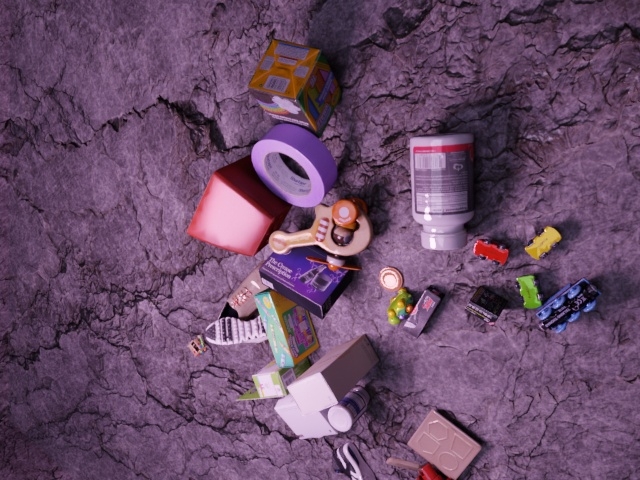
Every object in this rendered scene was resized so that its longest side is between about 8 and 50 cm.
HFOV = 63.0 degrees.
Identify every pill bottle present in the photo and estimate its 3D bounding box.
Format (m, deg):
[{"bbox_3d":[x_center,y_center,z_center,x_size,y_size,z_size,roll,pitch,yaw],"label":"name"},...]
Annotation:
[{"bbox_3d":[0.346,-0.141,1.477,0.176,0.176,0.318,3,105,30],"label":"pill bottle"},{"bbox_3d":[0.105,0.583,1.824,0.094,0.169,0.094,8,107,29],"label":"pill bottle"}]

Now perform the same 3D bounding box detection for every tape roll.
[{"bbox_3d":[-0.085,-0.237,1.680,0.275,0.090,0.275,26,149,18],"label":"tape roll"}]

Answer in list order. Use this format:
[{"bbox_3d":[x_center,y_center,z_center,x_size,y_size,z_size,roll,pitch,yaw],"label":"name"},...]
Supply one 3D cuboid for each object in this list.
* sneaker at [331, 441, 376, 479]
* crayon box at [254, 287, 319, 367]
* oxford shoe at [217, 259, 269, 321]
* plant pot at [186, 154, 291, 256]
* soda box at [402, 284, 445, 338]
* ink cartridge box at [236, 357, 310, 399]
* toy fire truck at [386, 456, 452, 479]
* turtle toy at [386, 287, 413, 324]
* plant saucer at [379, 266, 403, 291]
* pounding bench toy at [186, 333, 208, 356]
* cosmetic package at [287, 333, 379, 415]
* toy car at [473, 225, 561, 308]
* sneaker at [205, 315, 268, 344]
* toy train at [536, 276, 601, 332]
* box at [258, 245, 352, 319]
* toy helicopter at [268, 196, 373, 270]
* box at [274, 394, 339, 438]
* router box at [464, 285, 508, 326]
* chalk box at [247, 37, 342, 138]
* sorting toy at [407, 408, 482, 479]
[{"bbox_3d":[0.121,0.872,1.957,0.121,0.079,0.217,-38,74,36],"label":"sneaker"},{"bbox_3d":[-0.118,0.294,1.878,0.081,0.165,0.278,-15,95,36],"label":"crayon box"},{"bbox_3d":[-0.272,0.215,1.971,0.123,0.130,0.348,43,121,14],"label":"oxford shoe"},{"bbox_3d":[-0.258,-0.101,1.813,0.236,0.267,0.267,34,119,6],"label":"plant pot"},{"bbox_3d":[0.328,0.229,1.663,0.060,0.053,0.169,34,117,19],"label":"soda box"},{"bbox_3d":[-0.189,0.512,1.968,0.255,0.189,0.097,-17,95,33],"label":"ink cartridge box"},{"bbox_3d":[0.326,0.842,1.784,0.246,0.158,0.217,54,129,22],"label":"toy fire truck"},{"bbox_3d":[0.257,0.221,1.689,0.066,0.095,0.130,33,121,-5],"label":"turtle toy"},{"bbox_3d":[0.230,0.128,1.717,0.083,0.013,0.083,8,107,29],"label":"plant saucer"},{"bbox_3d":[-0.516,0.446,2.227,0.065,0.052,0.083,49,122,10],"label":"pounding bench toy"},{"bbox_3d":[0.050,0.441,1.734,0.160,0.309,0.113,-32,85,33],"label":"cosmetic package"},{"bbox_3d":[0.575,0.080,1.476,0.239,0.053,0.225,-13,97,33],"label":"toy car"},{"bbox_3d":[-0.283,0.348,1.967,0.292,0.118,0.110,-6,60,2],"label":"sneaker"},{"bbox_3d":[0.668,0.172,1.414,0.080,0.105,0.184,42,121,4],"label":"toy train"},{"bbox_3d":[-0.050,0.116,1.770,0.261,0.184,0.103,28,149,21],"label":"box"},{"bbox_3d":[0.000,0.000,1.700,0.355,0.140,0.235,-10,94,20],"label":"toy helicopter"},{"bbox_3d":[-0.035,0.619,1.918,0.181,0.119,0.182,-22,113,33],"label":"box"},{"bbox_3d":[0.483,0.189,1.518,0.092,0.122,0.038,32,122,20],"label":"router box"},{"bbox_3d":[-0.061,-0.444,1.607,0.180,0.289,0.179,21,80,23],"label":"chalk box"},{"bbox_3d":[0.415,0.683,1.751,0.193,0.038,0.208,35,123,18],"label":"sorting toy"}]
